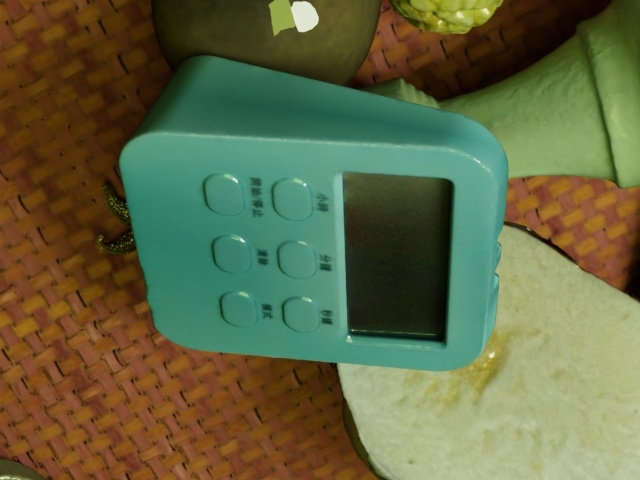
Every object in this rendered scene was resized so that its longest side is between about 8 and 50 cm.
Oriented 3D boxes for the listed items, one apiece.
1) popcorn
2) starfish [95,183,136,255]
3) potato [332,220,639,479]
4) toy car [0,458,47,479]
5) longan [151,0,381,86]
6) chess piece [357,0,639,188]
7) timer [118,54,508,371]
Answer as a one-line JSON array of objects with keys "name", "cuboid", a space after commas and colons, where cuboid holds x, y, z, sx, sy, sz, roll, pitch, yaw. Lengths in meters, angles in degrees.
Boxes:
[{"name": "popcorn", "cuboid": [0.091, -0.212, 0.979, 0.106, 0.116, 0.120, 8, 71, 19]}, {"name": "starfish", "cuboid": [-0.142, -0.015, 1.053, 0.091, 0.028, 0.078, 38, 93, -17]}, {"name": "potato", "cuboid": [0.148, 0.128, 1.075, 0.300, 0.196, 0.246, 32, 75, 16]}, {"name": "toy car", "cuboid": [-0.313, 0.254, 1.078, 0.235, 0.145, 0.235, -9, 109, -28]}, {"name": "longan", "cuboid": [-0.039, -0.180, 0.947, 0.168, 0.167, 0.187, 2, 89, -11]}, {"name": "chess piece", "cuboid": [0.155, -0.087, 0.979, 0.299, 0.194, 0.194, -14, 112, 9]}, {"name": "timer", "cuboid": [0.000, 0.000, 0.917, 0.250, 0.091, 0.231, 12, 137, 16]}]
